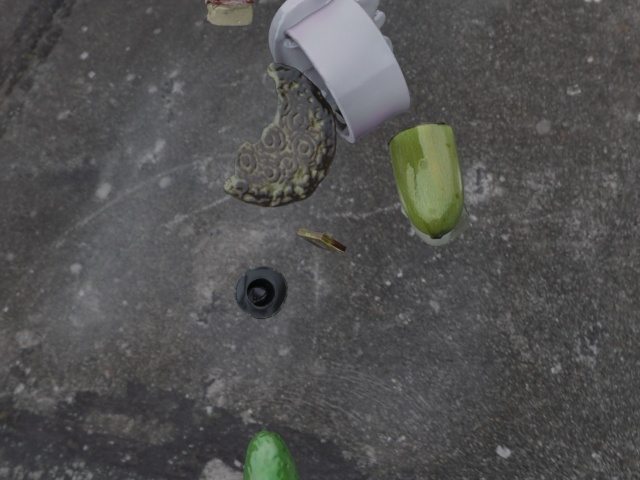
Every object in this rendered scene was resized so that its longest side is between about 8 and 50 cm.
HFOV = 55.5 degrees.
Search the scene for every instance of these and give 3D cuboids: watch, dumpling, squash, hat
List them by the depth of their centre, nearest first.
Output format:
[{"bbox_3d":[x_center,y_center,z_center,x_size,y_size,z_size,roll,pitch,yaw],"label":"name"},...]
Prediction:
[{"bbox_3d":[0.057,-0.266,0.942,0.196,0.244,0.231,-35,51,0],"label":"watch"},{"bbox_3d":[0.185,-0.094,1.042,0.123,0.123,0.186,-12,77,24],"label":"squash"},{"bbox_3d":[-0.127,0.111,1.272,0.050,0.121,0.121,-29,40,61],"label":"hat"},{"bbox_3d":[0.270,-0.052,1.396,0.150,0.176,0.092,-14,28,47],"label":"dumpling"}]

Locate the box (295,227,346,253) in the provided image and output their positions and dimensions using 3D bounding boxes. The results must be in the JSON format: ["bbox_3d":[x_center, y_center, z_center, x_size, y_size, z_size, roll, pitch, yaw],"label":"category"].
[{"bbox_3d":[0.000,0.000,1.657,0.133,0.090,0.023,12,75,58],"label":"box"}]

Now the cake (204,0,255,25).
[{"bbox_3d":[-0.214,-0.574,1.389,0.117,0.086,0.220,-5,54,-7],"label":"cake"}]

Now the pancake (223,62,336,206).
[{"bbox_3d":[-0.063,-0.136,0.836,0.191,0.184,0.020,-35,21,-12],"label":"pancake"}]

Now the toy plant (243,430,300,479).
[{"bbox_3d":[-0.046,0.504,1.039,0.211,0.356,0.316,-11,65,21],"label":"toy plant"}]
